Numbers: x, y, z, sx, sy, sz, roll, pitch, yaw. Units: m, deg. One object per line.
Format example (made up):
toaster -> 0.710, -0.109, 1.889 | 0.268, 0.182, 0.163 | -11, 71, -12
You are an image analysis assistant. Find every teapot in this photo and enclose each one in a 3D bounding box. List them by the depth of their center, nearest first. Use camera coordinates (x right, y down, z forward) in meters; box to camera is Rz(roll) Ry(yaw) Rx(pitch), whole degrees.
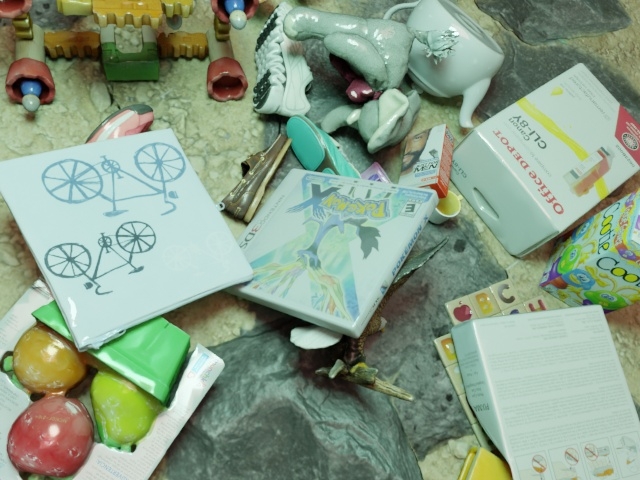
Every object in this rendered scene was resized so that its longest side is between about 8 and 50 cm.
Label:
teapot -> 0.272, -0.420, 1.288 | 0.252, 0.187, 0.256 | 27, 36, -24

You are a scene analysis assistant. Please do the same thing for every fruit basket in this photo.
fruit basket -> -0.376, 0.246, 0.861 | 0.327, 0.165, 0.353 | 33, 71, 0

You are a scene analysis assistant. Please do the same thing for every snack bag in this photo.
snack bag -> -0.305, -0.024, 0.923 | 0.323, 0.037, 0.342 | -23, 73, -39

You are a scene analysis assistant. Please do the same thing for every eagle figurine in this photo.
eagle figurine -> 0.082, 0.108, 1.013 | 0.226, 0.225, 0.298 | 16, 78, 0

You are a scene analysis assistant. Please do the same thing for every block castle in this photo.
block castle -> -0.352, -0.389, 1.038 | 0.453, 0.303, 0.213 | -5, 64, -17

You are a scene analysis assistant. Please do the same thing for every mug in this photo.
mug -> 0.261, -0.065, 1.197 | 0.078, 0.064, 0.062 | 6, 67, -13

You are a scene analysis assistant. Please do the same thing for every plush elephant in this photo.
plush elephant -> 0.102, -0.307, 1.167 | 0.330, 0.272, 0.255 | 12, 98, 19

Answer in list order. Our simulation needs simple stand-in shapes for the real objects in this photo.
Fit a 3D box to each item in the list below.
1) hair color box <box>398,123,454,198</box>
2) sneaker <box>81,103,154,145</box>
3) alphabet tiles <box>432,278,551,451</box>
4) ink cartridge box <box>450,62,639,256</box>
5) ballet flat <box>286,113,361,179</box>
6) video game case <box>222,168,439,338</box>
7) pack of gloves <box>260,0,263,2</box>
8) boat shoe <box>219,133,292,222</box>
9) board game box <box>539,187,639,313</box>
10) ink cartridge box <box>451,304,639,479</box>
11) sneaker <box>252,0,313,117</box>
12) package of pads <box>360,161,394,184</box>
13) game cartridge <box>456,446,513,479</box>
hair color box -> 0.223, -0.160, 1.193 | 0.053, 0.093, 0.167 | 48, 45, -38
sneaker -> -0.393, -0.117, 1.038 | 0.136, 0.116, 0.314 | 43, 62, -17
alphabet tiles -> 0.389, 0.256, 1.129 | 0.285, 0.011, 0.343 | -17, 74, -20
ink cartridge box -> 0.512, -0.182, 1.258 | 0.384, 0.160, 0.279 | -32, 80, -24
ballet flat -> 0.021, -0.157, 1.173 | 0.087, 0.083, 0.247 | -21, 74, -47
video game case -> 0.000, 0.000, 1.006 | 0.329, 0.036, 0.300 | 14, 57, 35
pack of gloves -> -0.112, -0.594, 1.304 | 0.195, 0.046, 0.232 | -26, 50, -21
boat shoe -> -0.126, -0.136, 1.117 | 0.073, 0.073, 0.207 | 29, 64, -4
board game box -> 0.593, 0.032, 1.129 | 0.142, 0.275, 0.144 | 32, 64, -1
ink cartridge box -> 0.439, 0.325, 1.063 | 0.308, 0.091, 0.385 | -3, 72, -19
sneaker -> -0.076, -0.387, 1.229 | 0.118, 0.110, 0.292 | 15, 64, -28
package of pads -> 0.122, -0.118, 1.189 | 0.083, 0.050, 0.032 | 56, 27, 11
game cartridge -> 0.350, 0.568, 0.974 | 0.323, 0.053, 0.285 | 34, 64, -2
